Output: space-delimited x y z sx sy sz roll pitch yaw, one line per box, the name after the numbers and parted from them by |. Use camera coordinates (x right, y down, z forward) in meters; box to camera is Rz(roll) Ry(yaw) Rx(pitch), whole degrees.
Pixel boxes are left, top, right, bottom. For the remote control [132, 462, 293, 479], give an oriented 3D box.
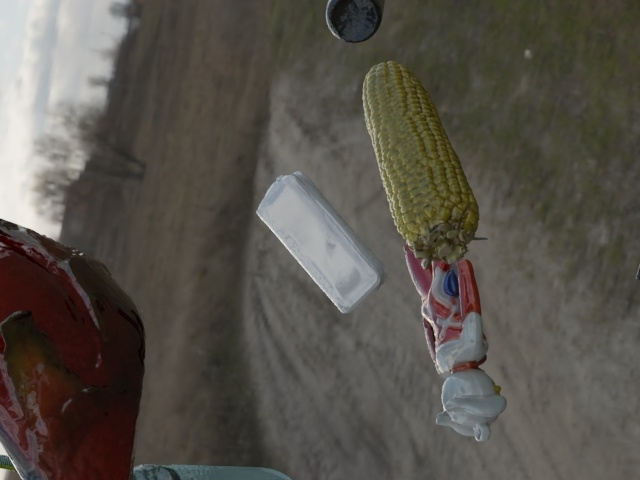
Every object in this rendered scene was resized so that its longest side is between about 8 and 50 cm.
-0.151 0.341 1.486 0.104 0.247 0.052 -102 18 -65 | remote control

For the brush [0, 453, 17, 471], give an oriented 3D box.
-0.425 0.315 1.576 0.019 0.083 0.021 -153 81 -76 | brush

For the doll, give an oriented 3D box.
0.203 0.128 1.728 0.188 0.099 0.384 108 157 -56 | doll

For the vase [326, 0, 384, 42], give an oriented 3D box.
0.043 -0.280 1.238 0.211 0.059 0.060 -80 7 -59 | vase

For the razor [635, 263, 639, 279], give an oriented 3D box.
0.463 0.046 1.234 0.253 0.042 0.082 25 105 40 | razor

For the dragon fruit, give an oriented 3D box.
-0.231 0.074 0.983 0.100 0.282 0.343 -41 21 11 | dragon fruit

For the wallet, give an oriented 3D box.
0.000 0.000 1.410 0.095 0.190 0.033 -44 -9 37 | wallet

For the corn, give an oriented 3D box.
0.122 -0.109 1.430 0.106 0.106 0.305 114 150 -49 | corn
